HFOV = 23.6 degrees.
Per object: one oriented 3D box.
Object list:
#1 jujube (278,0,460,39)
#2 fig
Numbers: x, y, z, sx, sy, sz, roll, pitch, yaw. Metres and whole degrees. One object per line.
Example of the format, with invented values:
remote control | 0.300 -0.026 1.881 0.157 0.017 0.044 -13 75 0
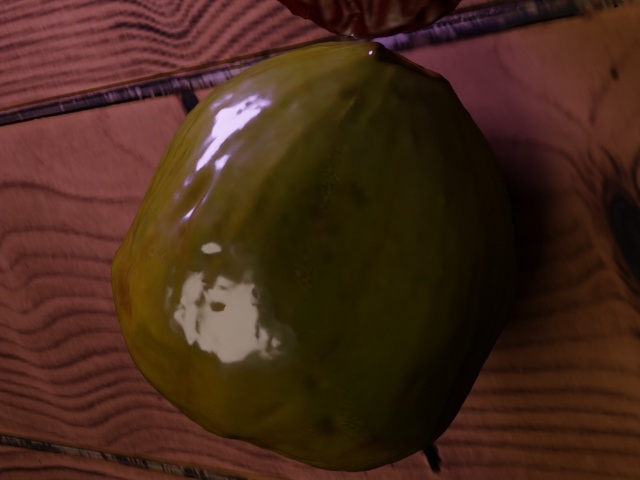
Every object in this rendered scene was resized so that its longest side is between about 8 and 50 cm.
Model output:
jujube | 0.037 -0.320 1.055 0.216 0.216 0.342 29 130 37
fig | 0.007 0.004 1.236 0.343 0.343 0.343 32 137 35
